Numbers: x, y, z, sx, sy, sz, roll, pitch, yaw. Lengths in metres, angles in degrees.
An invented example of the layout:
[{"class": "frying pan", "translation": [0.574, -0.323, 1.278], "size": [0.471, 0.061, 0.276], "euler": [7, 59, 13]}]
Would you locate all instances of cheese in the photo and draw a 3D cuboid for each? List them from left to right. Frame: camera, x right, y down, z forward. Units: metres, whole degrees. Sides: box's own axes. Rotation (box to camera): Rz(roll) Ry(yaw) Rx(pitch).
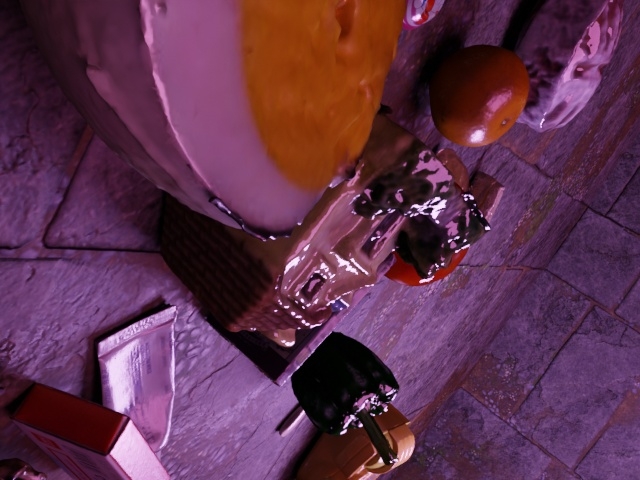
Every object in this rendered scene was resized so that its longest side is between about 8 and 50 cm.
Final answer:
[{"class": "cheese", "translation": [0.116, -0.300, 0.803], "size": [0.145, 0.038, 0.095], "euler": [-27, 145, -45]}]

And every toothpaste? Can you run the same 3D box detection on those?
[{"class": "toothpaste", "translation": [-0.231, 0.210, 0.855], "size": [0.099, 0.069, 0.282], "euler": [-66, 168, -55]}]

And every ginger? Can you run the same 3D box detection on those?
[{"class": "ginger", "translation": [0.210, -0.073, 1.220], "size": [0.193, 0.115, 0.122], "euler": [-63, 175, 6]}]

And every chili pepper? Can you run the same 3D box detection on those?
[{"class": "chili pepper", "translation": [0.068, 0.299, 1.246], "size": [0.165, 0.261, 0.174], "euler": [-55, 151, 15]}]

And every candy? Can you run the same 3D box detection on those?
[{"class": "candy", "translation": [0.431, -0.329, 1.173], "size": [0.214, 0.157, 0.289], "euler": [-33, 149, -45]}]

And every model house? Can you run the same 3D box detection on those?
[{"class": "model house", "translation": [0.000, 0.000, 0.742], "size": [0.266, 0.261, 0.321], "euler": [-50, 150, -2]}]

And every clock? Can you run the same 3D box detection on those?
[{"class": "clock", "translation": [0.077, 0.568, 1.709], "size": [0.317, 0.200, 0.244], "euler": [-50, 153, 14]}]

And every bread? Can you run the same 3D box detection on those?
[{"class": "bread", "translation": [0.330, -0.062, 1.443], "size": [0.105, 0.077, 0.152], "euler": [-36, 149, -34]}]

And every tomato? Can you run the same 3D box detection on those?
[{"class": "tomato", "translation": [0.159, -0.020, 1.091], "size": [0.195, 0.136, 0.195], "euler": [-3, 98, -24]}]

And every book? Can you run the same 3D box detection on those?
[{"class": "book", "translation": [-0.029, 0.067, 0.894], "size": [0.231, 0.157, 0.026], "euler": [-46, 140, -16]}]

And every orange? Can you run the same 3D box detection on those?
[{"class": "orange", "translation": [0.234, -0.221, 0.993], "size": [0.159, 0.136, 0.159], "euler": [-32, 155, -16]}]

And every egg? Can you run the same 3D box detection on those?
[{"class": "egg", "translation": [-0.080, -0.176, 0.434], "size": [0.337, 0.201, 0.337], "euler": [8, 90, -66]}]

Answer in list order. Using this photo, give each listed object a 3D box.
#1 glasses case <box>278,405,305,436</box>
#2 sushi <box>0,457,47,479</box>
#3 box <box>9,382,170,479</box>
[{"class": "glasses case", "translation": [-0.058, 0.390, 1.423], "size": [0.083, 0.021, 0.032], "euler": [-47, 155, -13]}, {"class": "sushi", "translation": [-0.358, 0.340, 0.661], "size": [0.238, 0.219, 0.225], "euler": [-21, 111, -6]}, {"class": "box", "translation": [-0.259, 0.250, 0.774], "size": [0.229, 0.123, 0.050], "euler": [87, 23, -54]}]
